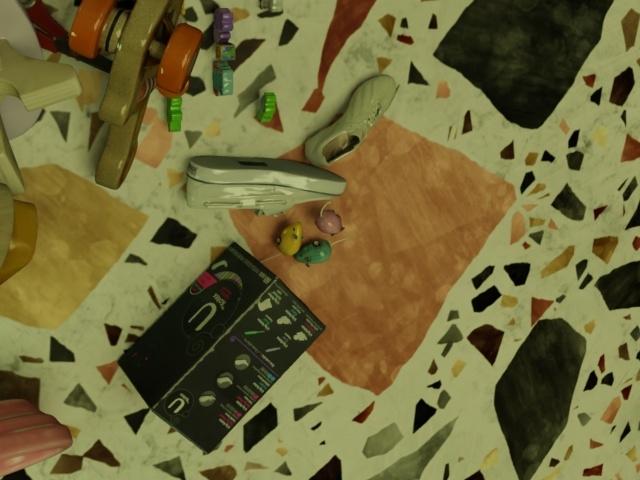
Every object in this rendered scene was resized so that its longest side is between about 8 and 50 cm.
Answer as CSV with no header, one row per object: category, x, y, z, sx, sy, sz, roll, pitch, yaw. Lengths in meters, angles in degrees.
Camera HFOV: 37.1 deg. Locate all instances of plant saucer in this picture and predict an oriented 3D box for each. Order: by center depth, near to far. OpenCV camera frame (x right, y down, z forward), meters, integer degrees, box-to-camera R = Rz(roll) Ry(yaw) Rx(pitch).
plant saucer,-0.506,0.291,1.278,0.332,0.332,0.084,-14,79,-25

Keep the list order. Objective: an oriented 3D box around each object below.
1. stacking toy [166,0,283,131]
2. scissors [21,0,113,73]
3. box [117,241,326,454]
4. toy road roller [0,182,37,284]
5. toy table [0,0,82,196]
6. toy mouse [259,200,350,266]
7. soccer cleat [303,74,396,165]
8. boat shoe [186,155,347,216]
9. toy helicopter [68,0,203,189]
stacking toy,-0.145,-0.273,1.393,0.167,0.052,0.221,-7,114,-26
scissors,-0.350,-0.256,1.275,0.109,0.021,0.297,-50,137,-3
box,-0.155,0.163,1.483,0.270,0.165,0.143,-47,125,-7
toy road roller,-0.492,0.075,1.147,0.203,0.330,0.240,10,63,-37
toy table,-0.424,-0.193,1.146,0.252,0.160,0.274,-27,137,2
toy mouse,0.000,0.000,1.562,0.143,0.031,0.161,8,132,-40
soccer cleat,0.058,-0.187,1.524,0.196,0.076,0.068,-44,124,-9
boat shoe,-0.086,-0.079,1.484,0.258,0.095,0.084,4,111,-21
toy helicopter,-0.243,-0.213,1.264,0.140,0.235,0.355,21,135,-6
